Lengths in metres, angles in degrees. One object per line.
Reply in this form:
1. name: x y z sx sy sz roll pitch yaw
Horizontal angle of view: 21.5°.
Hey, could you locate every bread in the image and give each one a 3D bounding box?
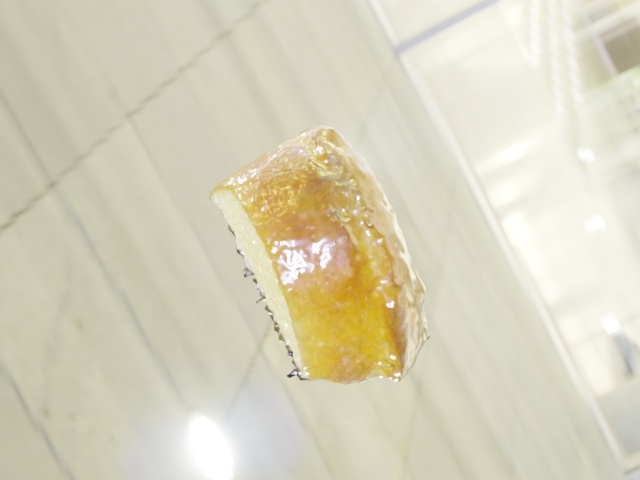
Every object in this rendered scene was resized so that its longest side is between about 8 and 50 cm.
1. bread: -0.002 -0.010 1.374 0.134 0.129 0.260 87 -20 -49
